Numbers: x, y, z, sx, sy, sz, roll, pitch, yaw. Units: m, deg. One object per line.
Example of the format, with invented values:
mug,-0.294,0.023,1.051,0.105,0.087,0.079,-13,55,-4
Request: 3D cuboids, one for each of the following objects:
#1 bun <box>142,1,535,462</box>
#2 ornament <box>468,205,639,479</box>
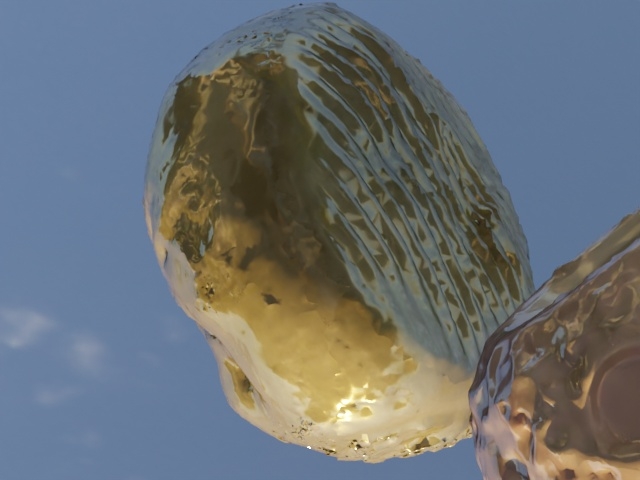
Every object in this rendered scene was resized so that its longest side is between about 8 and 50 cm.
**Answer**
bun,0.000,0.000,1.295,0.234,0.326,0.362,-26,-149,21
ornament,0.208,0.093,0.922,0.259,0.259,0.225,-40,-89,14
